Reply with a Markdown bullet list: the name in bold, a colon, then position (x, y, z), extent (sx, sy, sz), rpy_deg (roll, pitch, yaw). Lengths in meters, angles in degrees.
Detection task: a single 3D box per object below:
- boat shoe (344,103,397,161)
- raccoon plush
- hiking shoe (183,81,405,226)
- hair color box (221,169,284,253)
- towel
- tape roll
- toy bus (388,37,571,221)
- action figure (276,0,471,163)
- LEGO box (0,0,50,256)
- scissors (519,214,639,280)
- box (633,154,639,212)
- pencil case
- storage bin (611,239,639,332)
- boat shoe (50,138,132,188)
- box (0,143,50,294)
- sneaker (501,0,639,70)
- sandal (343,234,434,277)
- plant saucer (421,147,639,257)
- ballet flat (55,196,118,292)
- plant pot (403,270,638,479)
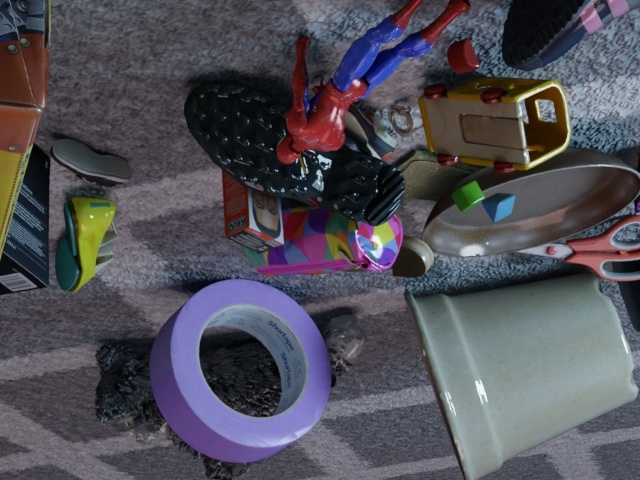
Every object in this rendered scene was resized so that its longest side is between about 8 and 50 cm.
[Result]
- **boat shoe**: position (0.060, -0.140, 1.666), extent (0.043, 0.049, 0.137), rpy_deg (-51, 146, -6)
- **raccoon plush**: position (-0.182, 0.205, 2.269), extent (0.299, 0.216, 0.446), rpy_deg (32, 108, -32)
- **hiking shoe**: position (-0.047, -0.102, 1.645), extent (0.304, 0.113, 0.132), rpy_deg (28, 177, -25)
- **hair color box**: position (-0.087, -0.062, 1.685), extent (0.043, 0.141, 0.072), rpy_deg (-21, 150, 31)
- **towel**: position (0.165, -0.083, 1.816), extent (0.148, 0.027, 0.110), rpy_deg (8, 152, -25)
- **tape roll**: position (-0.123, 0.202, 2.072), extent (0.275, 0.275, 0.090), rpy_deg (10, 152, -27)
- **toy bus**: position (0.204, -0.147, 1.595), extent (0.104, 0.202, 0.191), rpy_deg (-26, 159, -32)
- **action figure**: position (0.032, -0.207, 1.489), extent (0.091, 0.139, 0.280), rpy_deg (22, 121, -38)
- **LEGO box**: position (-0.372, -0.153, 1.184), extent (0.193, 0.372, 0.500), rpy_deg (5, 152, -19)
- **scissors**: position (0.368, 0.024, 2.018), extent (0.297, 0.021, 0.109), rpy_deg (-7, 118, 5)
- **box**: position (0.501, -0.091, 1.858), extent (0.116, 0.029, 0.162), rpy_deg (-6, 153, 5)
- **pencil case**: position (0.000, 0.000, 1.813), extent (0.236, 0.104, 0.104), rpy_deg (-5, 161, 44)
- **storage bin**: position (0.534, 0.065, 2.081), extent (0.091, 0.135, 0.098), rpy_deg (-5, 157, -26)
- **boat shoe**: position (-0.298, -0.095, 1.694), extent (0.038, 0.046, 0.125), rpy_deg (-29, 154, 32)
- **box**: position (-0.422, -0.066, 1.572), extent (0.103, 0.184, 0.261), rpy_deg (-9, 154, 15)
- **sneaker**: position (0.314, -0.264, 1.372), extent (0.131, 0.112, 0.319), rpy_deg (12, 151, -25)
- **sandal**: position (0.069, -0.006, 1.895), extent (0.240, 0.079, 0.088), rpy_deg (11, 134, 36)
- **plant saucer**: position (0.285, -0.055, 1.826), extent (0.311, 0.050, 0.310), rpy_deg (-11, 162, -4)
- **ballet flat**: position (-0.326, 0.007, 1.874), extent (0.077, 0.077, 0.231), rpy_deg (-14, 156, -21)
- **plant pot**: position (0.330, 0.196, 2.145), extent (0.305, 0.334, 0.334), rpy_deg (-18, 153, 1)
